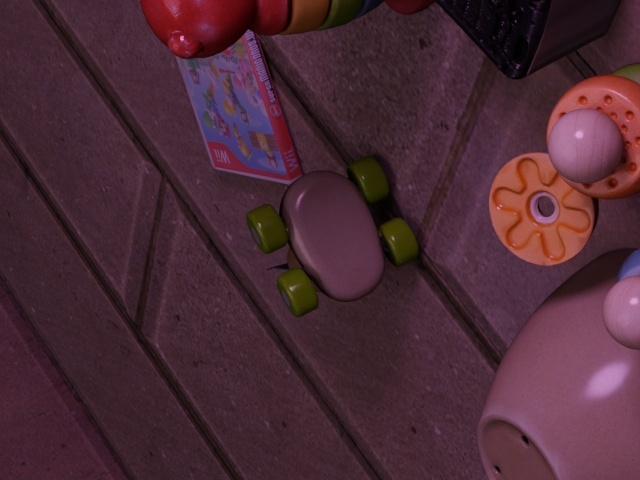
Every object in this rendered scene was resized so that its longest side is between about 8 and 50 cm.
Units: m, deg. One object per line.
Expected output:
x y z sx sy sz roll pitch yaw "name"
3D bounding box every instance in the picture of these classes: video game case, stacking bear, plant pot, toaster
-0.119 -0.211 2.283 0.204 0.025 0.285 14 126 59 "video game case"
-0.036 -0.257 1.757 0.175 0.289 0.164 63 155 2 "stacking bear"
0.256 0.174 1.723 0.284 0.191 0.284 43 148 36 "plant pot"
0.169 -0.244 1.584 0.186 0.110 0.168 50 153 27 "toaster"

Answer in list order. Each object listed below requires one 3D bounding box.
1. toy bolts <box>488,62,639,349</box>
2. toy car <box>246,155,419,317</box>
0.228 -0.003 1.568 0.218 0.158 0.228 -35 83 34 "toy bolts"
0.000 0.000 2.126 0.149 0.155 0.188 64 168 -2 "toy car"
